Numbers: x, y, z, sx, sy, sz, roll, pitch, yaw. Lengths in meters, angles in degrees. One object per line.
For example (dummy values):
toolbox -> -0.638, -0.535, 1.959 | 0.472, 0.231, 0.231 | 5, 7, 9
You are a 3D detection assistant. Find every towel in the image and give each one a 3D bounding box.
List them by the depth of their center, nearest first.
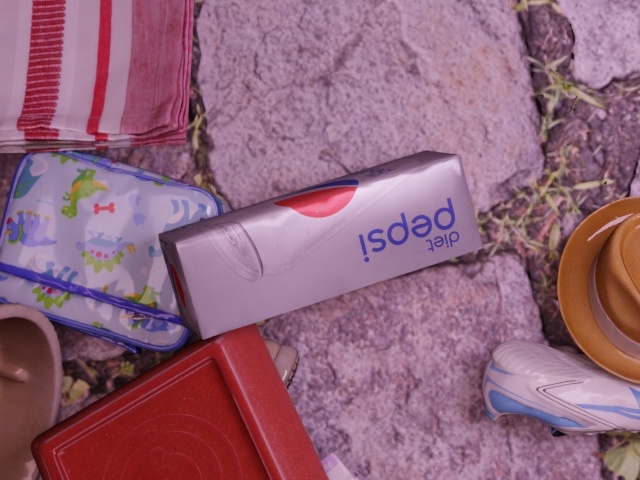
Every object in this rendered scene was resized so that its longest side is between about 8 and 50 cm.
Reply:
towel -> -0.288, -0.196, 1.588 | 0.329, 0.037, 0.237 | -3, 65, 5

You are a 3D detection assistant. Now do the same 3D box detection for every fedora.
fedora -> 0.314, 0.035, 1.513 | 0.194, 0.079, 0.194 | -2, 66, 4

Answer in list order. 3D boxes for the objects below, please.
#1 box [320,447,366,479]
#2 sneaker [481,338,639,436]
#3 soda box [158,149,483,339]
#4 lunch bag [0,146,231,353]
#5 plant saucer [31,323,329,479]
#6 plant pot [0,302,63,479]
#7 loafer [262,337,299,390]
box -> -0.089, 0.321, 1.512 | 0.324, 0.067, 0.063 | -40, 85, 1
sneaker -> 0.270, 0.153, 1.543 | 0.237, 0.085, 0.086 | 11, 122, -1
soda box -> 0.000, 0.000, 1.513 | 0.286, 0.091, 0.098 | -17, 100, -13
lunch bag -> -0.205, 0.011, 1.582 | 0.219, 0.090, 0.176 | 18, 92, 7
plant saucer -> -0.130, 0.230, 1.477 | 0.259, 0.048, 0.258 | -31, 66, 9
plant pot -> -0.459, 0.161, 1.504 | 0.305, 0.334, 0.334 | 22, 89, 17
loafer -> -0.118, 0.205, 1.562 | 0.092, 0.102, 0.268 | 30, 81, 7
